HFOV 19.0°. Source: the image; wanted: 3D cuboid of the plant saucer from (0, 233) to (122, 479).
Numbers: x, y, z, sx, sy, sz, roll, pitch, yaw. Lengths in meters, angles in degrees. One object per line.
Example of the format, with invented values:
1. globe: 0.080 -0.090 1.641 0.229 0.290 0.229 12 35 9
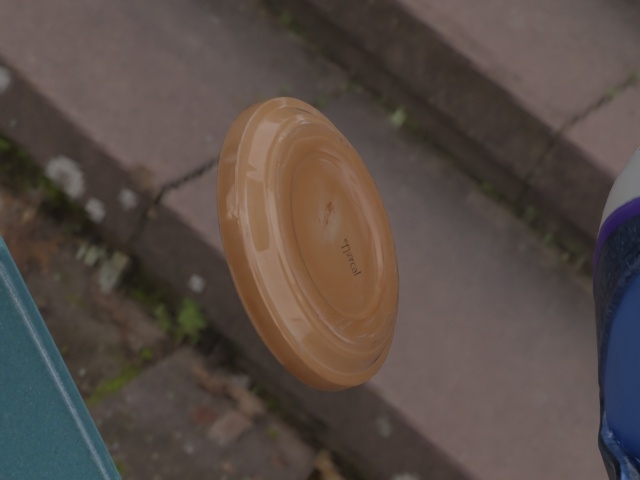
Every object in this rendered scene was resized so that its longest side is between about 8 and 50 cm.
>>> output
1. plant saucer: -0.066 0.075 0.436 0.018 0.192 0.067 22 57 34

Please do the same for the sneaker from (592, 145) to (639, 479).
1. sneaker: 0.126 0.153 0.509 0.130 0.322 0.236 3 46 35

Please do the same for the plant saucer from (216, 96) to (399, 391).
1. plant saucer: 0.000 0.000 0.531 0.083 0.013 0.083 35 47 -49
